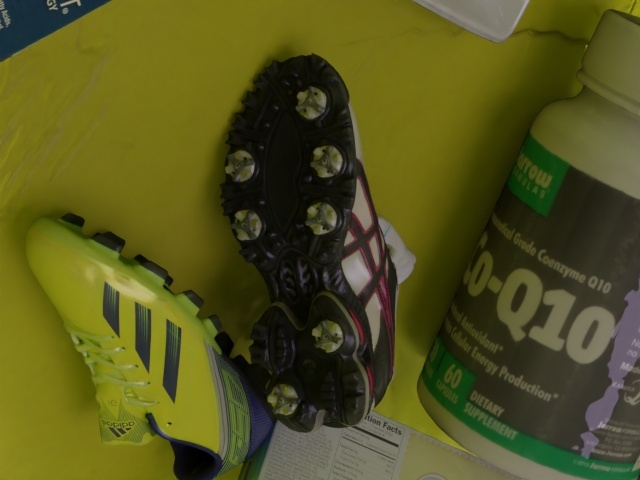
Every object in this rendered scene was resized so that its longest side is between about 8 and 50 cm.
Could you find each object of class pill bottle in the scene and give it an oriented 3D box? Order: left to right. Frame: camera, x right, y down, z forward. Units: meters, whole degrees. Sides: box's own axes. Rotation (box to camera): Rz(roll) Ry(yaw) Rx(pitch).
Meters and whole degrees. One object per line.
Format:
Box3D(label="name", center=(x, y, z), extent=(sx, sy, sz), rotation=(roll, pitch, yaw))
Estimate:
Box3D(label="pill bottle", center=(0.236, 0.009, 1.330), extent=(0.204, 0.204, 0.361), rotation=(9, 110, -43))

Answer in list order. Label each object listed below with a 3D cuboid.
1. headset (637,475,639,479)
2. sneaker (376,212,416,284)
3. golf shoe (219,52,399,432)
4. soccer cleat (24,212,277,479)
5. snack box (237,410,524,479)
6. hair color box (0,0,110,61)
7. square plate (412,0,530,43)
Box3D(label="headset", center=(0.306, 0.354, 1.449), extent=(0.394, 0.185, 0.243), rotation=(29, 89, -25))
Box3D(label="sneaker", center=(0.002, 0.036, 1.267), extent=(0.152, 0.054, 0.061), rotation=(-40, 119, -17))
Box3D(label="golf shoe", center=(0.000, 0.000, 1.186), extent=(0.120, 0.105, 0.272), rotation=(-17, 104, -62))
Box3D(label="soccer cleat", center=(-0.127, 0.088, 1.152), extent=(0.121, 0.093, 0.289), rotation=(-48, 137, -8))
Box3D(label="snack box", center=(0.081, 0.256, 1.288), extent=(0.322, 0.060, 0.187), rotation=(25, 63, -14))
Box3D(label="hair color box", center=(-0.214, -0.165, 0.859), extent=(0.347, 0.174, 0.105), rotation=(-33, 132, -20))
Box3D(label="square plate", center=(0.092, -0.340, 1.098), extent=(0.344, 0.049, 0.347), rotation=(17, 104, -44))
